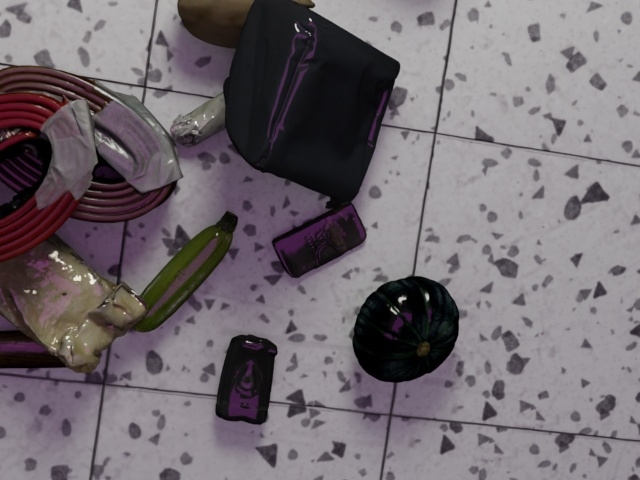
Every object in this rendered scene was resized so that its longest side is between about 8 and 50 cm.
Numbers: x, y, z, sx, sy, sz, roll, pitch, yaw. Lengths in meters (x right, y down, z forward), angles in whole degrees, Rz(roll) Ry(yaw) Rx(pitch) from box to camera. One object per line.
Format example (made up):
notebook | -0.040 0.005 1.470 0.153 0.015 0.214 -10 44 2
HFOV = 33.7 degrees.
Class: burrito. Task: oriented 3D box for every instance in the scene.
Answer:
burrito | -0.154 -0.219 1.732 0.203 0.064 0.064 -31 100 -7
burrito | -0.451 0.067 1.666 0.348 0.107 0.175 32 62 -4

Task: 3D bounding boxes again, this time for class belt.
belt | -0.383 -0.151 1.670 0.339 0.122 0.217 26 93 -10
belt | -0.466 -0.096 1.547 0.324 0.115 0.227 -31 106 -4

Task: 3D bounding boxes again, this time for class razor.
razor | -0.124 0.234 1.782 0.090 0.054 0.148 10 93 -11

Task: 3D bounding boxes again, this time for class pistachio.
pistachio | -0.116 -0.374 1.687 0.238 0.153 0.137 -1 107 -37

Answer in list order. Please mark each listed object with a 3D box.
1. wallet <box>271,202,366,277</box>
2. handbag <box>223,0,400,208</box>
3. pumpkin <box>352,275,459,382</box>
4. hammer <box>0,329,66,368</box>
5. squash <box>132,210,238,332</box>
wallet | 0.000 0.000 1.801 0.157 0.018 0.082 -26 99 -8
handbag | -0.033 -0.211 1.657 0.178 0.302 0.275 25 95 33
pumpkin | 0.145 0.152 1.775 0.194 0.150 0.194 -1 106 -5
hammer | -0.594 0.173 1.677 0.409 0.095 0.242 0 95 -12
squash | -0.222 0.054 1.742 0.066 0.066 0.252 44 88 -11
